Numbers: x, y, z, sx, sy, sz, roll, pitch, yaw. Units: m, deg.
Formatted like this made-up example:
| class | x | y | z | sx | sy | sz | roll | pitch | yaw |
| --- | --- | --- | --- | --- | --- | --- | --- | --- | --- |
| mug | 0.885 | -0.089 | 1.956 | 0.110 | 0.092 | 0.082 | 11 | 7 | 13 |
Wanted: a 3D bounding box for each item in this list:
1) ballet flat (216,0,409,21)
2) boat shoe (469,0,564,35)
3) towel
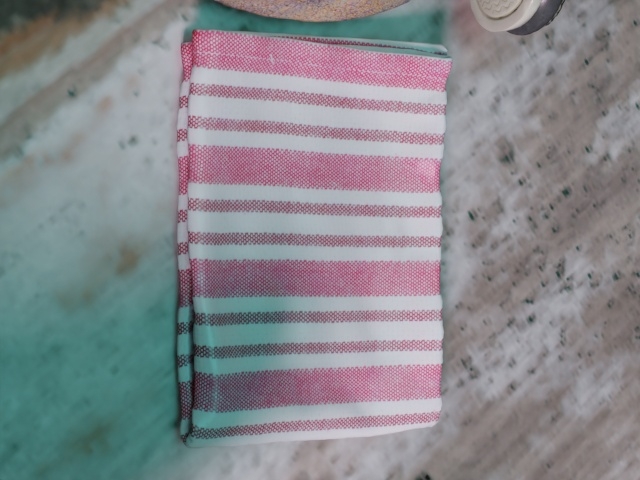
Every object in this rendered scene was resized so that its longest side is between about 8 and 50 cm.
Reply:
| class | x | y | z | sx | sy | sz | roll | pitch | yaw |
| --- | --- | --- | --- | --- | --- | --- | --- | --- | --- |
| ballet flat | -0.055 | -0.163 | 0.592 | 0.316 | 0.106 | 0.107 | 12 | 93 | -31 |
| boat shoe | 0.131 | -0.212 | 0.717 | 0.079 | 0.084 | 0.233 | 17 | 80 | -30 |
| towel | 0.000 | 0.000 | 0.679 | 0.144 | 0.029 | 0.197 | -1 | 93 | -31 |
